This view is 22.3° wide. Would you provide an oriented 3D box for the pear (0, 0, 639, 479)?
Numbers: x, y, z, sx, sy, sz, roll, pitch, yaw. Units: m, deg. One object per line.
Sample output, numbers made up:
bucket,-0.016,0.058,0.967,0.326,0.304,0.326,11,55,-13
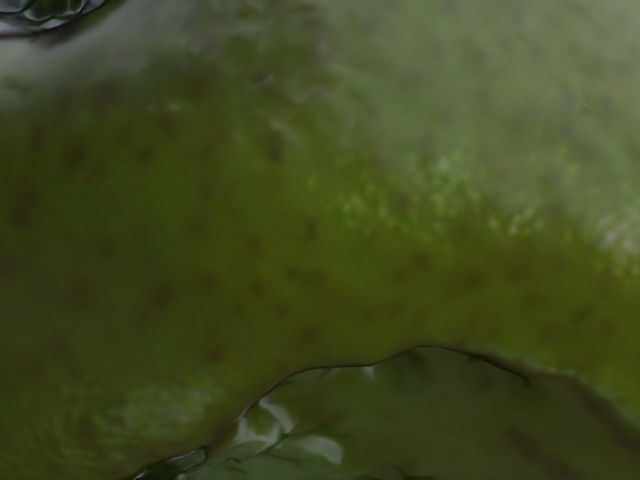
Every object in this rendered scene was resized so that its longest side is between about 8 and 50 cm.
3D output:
pear,0.000,0.000,0.404,0.255,0.164,0.238,28,-43,-32
